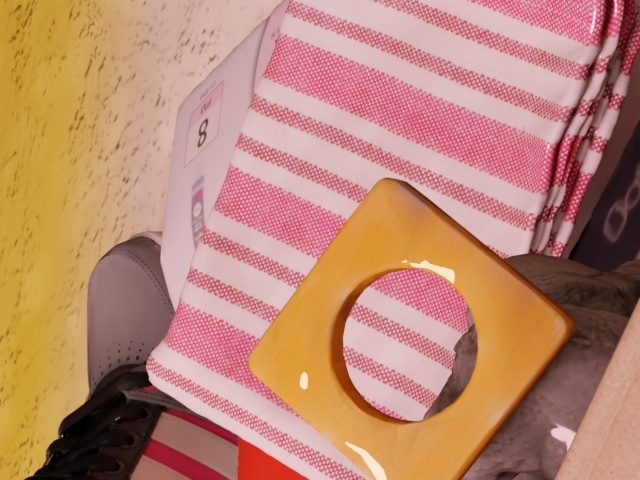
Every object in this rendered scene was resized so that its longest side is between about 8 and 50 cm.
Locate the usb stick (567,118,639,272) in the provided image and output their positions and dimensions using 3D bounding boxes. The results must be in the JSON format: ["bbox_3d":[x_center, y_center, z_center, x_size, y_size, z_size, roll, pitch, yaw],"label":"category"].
[{"bbox_3d":[0.130,-0.028,0.618,0.278,0.045,0.077,-66,28,21],"label":"usb stick"}]

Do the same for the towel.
[{"bbox_3d":[0.019,-0.013,0.677,0.144,0.029,0.197,24,94,39],"label":"towel"}]

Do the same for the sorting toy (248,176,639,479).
[{"bbox_3d":[0.120,0.105,0.421,0.348,0.047,0.196,27,97,21],"label":"sorting toy"}]

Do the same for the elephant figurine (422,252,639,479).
[{"bbox_3d":[0.093,0.136,0.550,0.186,0.169,0.239,-67,-11,-79],"label":"elephant figurine"}]

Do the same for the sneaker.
[{"bbox_3d":[-0.110,0.116,0.821,0.124,0.178,0.295,-47,45,40],"label":"sneaker"}]

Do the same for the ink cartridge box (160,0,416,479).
[{"bbox_3d":[0.000,0.000,0.760,0.189,0.066,0.232,-39,34,45],"label":"ink cartridge box"}]
